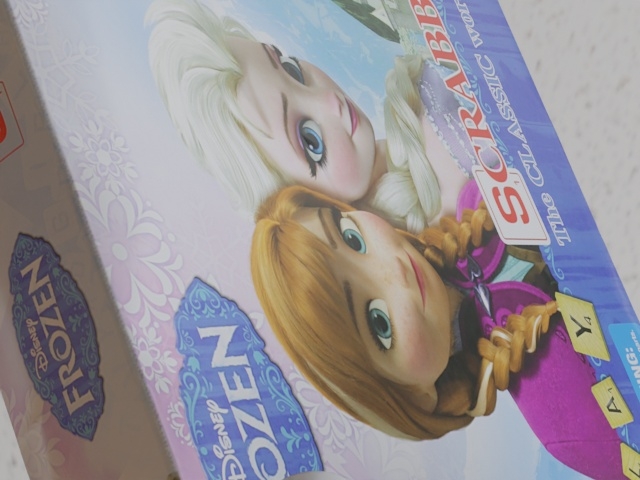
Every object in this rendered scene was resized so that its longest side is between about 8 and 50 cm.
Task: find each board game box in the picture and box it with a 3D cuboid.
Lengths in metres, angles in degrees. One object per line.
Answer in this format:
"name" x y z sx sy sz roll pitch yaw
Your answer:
"board game box" 0.000 0.000 0.753 0.318 0.066 0.318 -1 -116 -52

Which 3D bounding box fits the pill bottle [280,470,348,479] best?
"pill bottle" 0.006 0.092 0.476 0.043 0.043 0.083 -10 -148 -9
